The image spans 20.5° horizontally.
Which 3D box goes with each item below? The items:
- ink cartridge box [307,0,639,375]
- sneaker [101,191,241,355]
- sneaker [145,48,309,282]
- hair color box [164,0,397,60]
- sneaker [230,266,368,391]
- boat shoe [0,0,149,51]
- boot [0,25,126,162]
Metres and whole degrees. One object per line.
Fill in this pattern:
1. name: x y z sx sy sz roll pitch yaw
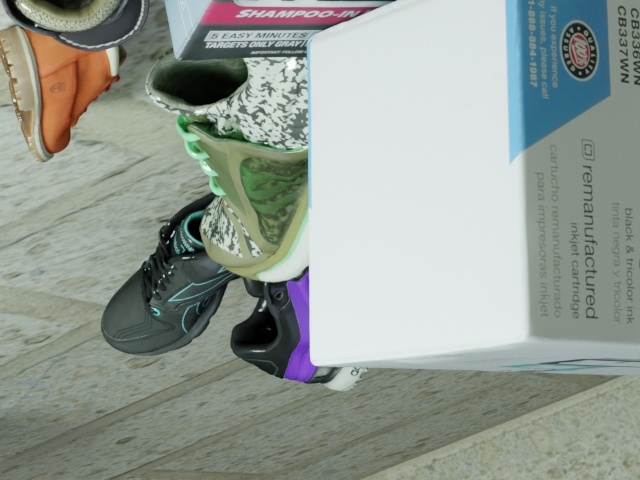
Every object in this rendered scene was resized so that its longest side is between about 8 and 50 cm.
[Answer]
1. ink cartridge box: 0.156 -0.026 1.021 0.270 0.198 0.197 4 171 -34
2. sneaker: -0.120 0.014 1.632 0.267 0.101 0.106 -37 147 26
3. sneaker: -0.047 -0.097 1.332 0.182 0.158 0.410 20 154 -13
4. hair color box: 0.051 -0.228 0.933 0.185 0.113 0.374 -3 159 -23
5. sneaker: 0.000 0.001 1.523 0.146 0.102 0.293 10 116 -19
6. boat shoe: -0.148 -0.160 1.005 0.103 0.092 0.285 -17 164 -3
7. boot: -0.173 -0.105 1.228 0.084 0.059 0.158 -19 163 -13
